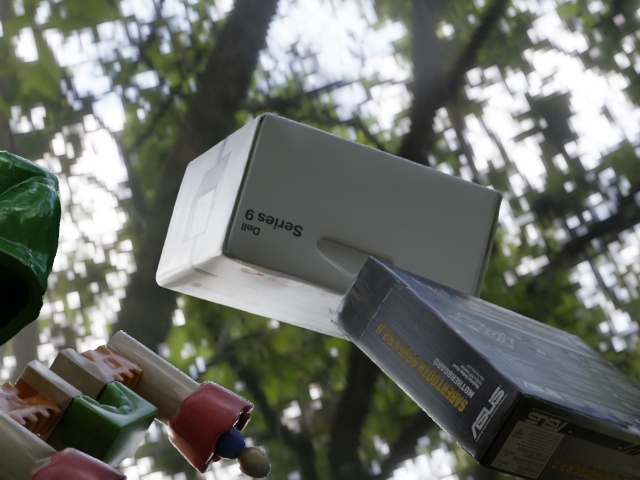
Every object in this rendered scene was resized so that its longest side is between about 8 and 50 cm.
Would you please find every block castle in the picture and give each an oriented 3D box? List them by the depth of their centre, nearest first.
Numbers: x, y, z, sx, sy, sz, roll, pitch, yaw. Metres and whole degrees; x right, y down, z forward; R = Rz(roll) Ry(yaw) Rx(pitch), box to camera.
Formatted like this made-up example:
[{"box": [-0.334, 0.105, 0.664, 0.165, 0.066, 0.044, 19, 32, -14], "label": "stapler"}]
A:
[{"box": [-0.229, 0.273, 1.648, 0.303, 0.213, 0.453, -58, -9, 11], "label": "block castle"}]

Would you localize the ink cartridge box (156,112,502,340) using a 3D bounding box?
[{"box": [0.000, 0.000, 1.523, 0.211, 0.122, 0.289, 18, -10, -14], "label": "ink cartridge box"}]

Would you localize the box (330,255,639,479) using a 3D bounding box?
[{"box": [0.143, 0.103, 1.233, 0.231, 0.183, 0.056, 21, -77, -41], "label": "box"}]

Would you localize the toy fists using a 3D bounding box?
[{"box": [-0.293, 0.037, 1.232, 0.279, 0.142, 0.096, -33, -63, 16], "label": "toy fists"}]
